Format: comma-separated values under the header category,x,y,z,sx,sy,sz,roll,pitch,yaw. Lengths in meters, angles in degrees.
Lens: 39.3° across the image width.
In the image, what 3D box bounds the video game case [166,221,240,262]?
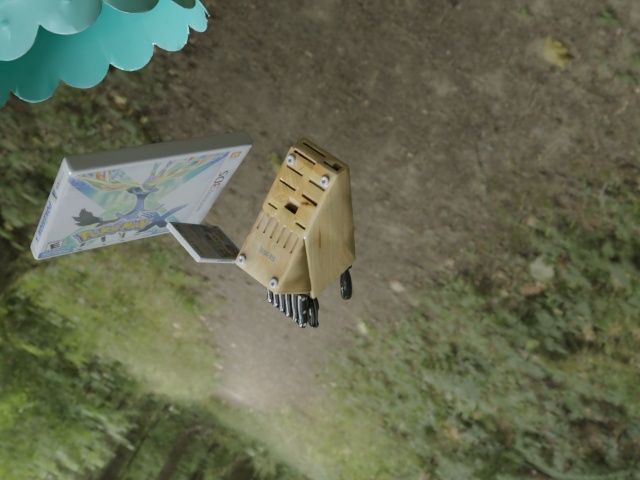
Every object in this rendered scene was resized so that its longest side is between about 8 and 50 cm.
category,x,y,z,sx,sy,sz,roll,pitch,yaw
video game case,-0.178,0.004,1.421,0.087,0.011,0.122,45,-159,26

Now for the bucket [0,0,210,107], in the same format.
category,x,y,z,sx,sy,sz,roll,pitch,yaw
bucket,-0.265,-0.261,0.892,0.281,0.281,0.183,-11,100,66

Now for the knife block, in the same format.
category,x,y,z,sx,sy,sz,roll,pitch,yaw
knife block,0.000,0.000,1.321,0.088,0.275,0.242,35,-163,28

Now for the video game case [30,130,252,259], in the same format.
category,x,y,z,sx,sy,sz,roll,pitch,yaw
video game case,-0.313,-0.076,1.553,0.300,0.329,0.036,-48,62,51
